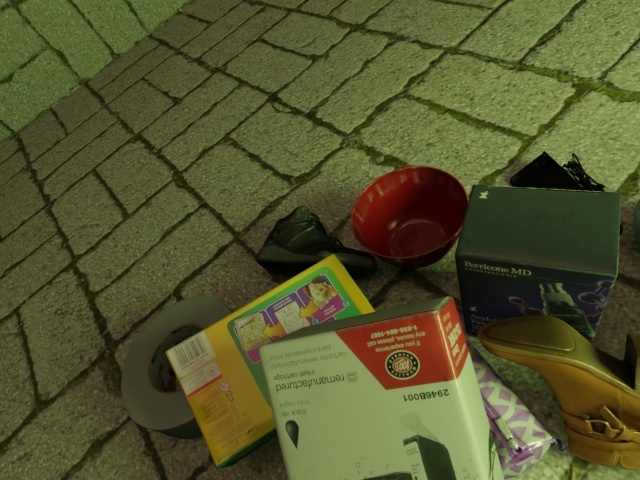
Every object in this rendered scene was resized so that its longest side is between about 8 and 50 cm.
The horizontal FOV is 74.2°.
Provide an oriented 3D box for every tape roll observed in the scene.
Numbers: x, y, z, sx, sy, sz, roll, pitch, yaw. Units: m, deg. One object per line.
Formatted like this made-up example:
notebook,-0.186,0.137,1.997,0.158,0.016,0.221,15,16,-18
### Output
tape roll,-0.215,0.206,0.704,0.219,0.072,0.219,-13,52,17

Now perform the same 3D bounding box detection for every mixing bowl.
mixing bowl,0.150,-0.023,0.689,0.182,0.098,0.181,-12,52,16

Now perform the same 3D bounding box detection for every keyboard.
keyboard,0.390,-0.061,0.660,0.100,0.038,0.192,-41,46,24

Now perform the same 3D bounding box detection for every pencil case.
pencil case,0.184,0.187,0.523,0.086,0.088,0.206,-44,47,8

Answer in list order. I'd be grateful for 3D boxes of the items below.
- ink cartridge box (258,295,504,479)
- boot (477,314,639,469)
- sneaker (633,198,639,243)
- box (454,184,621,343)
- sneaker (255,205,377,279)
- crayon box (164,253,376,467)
ink cartridge box,0.072,0.216,0.440,0.197,0.114,0.272,-17,84,22
boot,0.275,0.168,0.462,0.197,0.152,0.073,6,27,33
sneaker,0.449,0.046,0.503,0.318,0.127,0.208,-57,22,4
box,0.258,0.040,0.518,0.153,0.207,0.108,7,57,29
sneaker,0.000,0.000,0.749,0.228,0.087,0.130,4,64,34
crayon box,-0.049,0.161,0.596,0.279,0.081,0.165,-29,66,-12
